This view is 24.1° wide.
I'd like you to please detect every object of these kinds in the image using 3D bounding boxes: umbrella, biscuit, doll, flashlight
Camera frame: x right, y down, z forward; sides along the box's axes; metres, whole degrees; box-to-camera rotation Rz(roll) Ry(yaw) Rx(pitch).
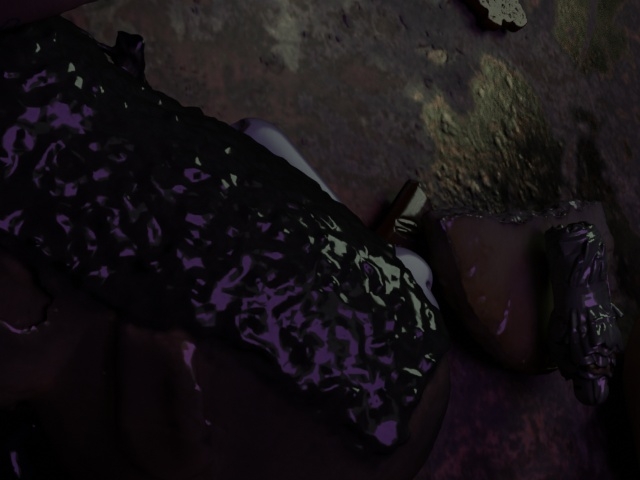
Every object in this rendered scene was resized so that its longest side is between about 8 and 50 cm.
[{"bbox_3d":[0.204,0.057,1.164,0.067,0.062,0.143,14,71,-87],"label":"umbrella"},{"bbox_3d":[0.147,-0.222,1.288,0.082,0.016,0.092,21,62,-36],"label":"biscuit"},{"bbox_3d":[-0.102,0.034,0.794,0.349,0.247,0.247,45,48,-17],"label":"doll"},{"bbox_3d":[0.000,0.000,1.020,0.200,0.047,0.093,46,49,-12],"label":"flashlight"},{"bbox_3d":[0.172,0.038,1.202,0.290,0.038,0.141,-3,90,-54],"label":"biscuit"}]

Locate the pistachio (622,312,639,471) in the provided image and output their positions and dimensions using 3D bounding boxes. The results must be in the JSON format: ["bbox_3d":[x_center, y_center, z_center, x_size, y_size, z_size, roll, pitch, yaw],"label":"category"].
[{"bbox_3d":[0.333,0.151,1.290,0.157,0.157,0.229,16,72,-44],"label":"pistachio"}]

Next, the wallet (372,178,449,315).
[{"bbox_3d":[0.051,0.043,1.096,0.095,0.026,0.176,58,45,-21],"label":"wallet"}]

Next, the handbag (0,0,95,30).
[{"bbox_3d":[-0.223,-0.203,0.675,0.251,0.193,0.190,-13,44,-26],"label":"handbag"}]
